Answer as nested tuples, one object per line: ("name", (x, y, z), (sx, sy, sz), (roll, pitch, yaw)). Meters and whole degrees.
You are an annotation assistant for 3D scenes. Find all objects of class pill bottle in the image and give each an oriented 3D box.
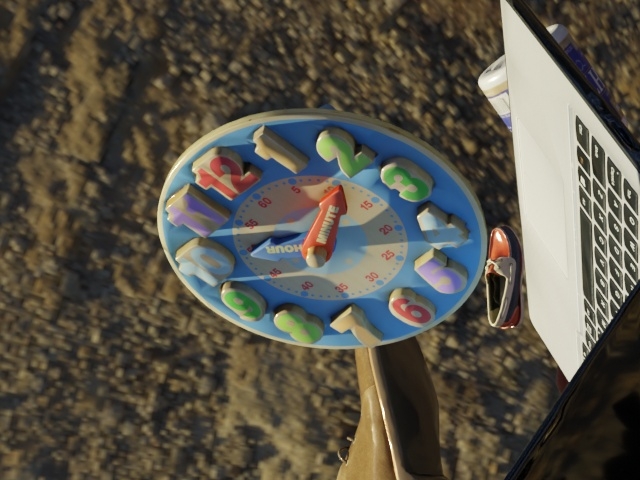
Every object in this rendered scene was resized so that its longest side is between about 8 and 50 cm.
("pill bottle", (0.265, -0.128, 1.611), (0.112, 0.112, 0.187), (-34, 99, 11))

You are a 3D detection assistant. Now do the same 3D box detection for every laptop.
("laptop", (0.134, 0.115, 1.055), (0.236, 0.382, 0.408), (-21, 48, -7))

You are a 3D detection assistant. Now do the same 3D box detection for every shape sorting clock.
("shape sorting clock", (0.000, 0.000, 0.929), (0.206, 0.206, 0.040), (-7, 40, 19))

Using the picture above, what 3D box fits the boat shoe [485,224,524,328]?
("boat shoe", (0.234, 0.047, 1.939), (0.049, 0.043, 0.137), (-15, 75, 53))

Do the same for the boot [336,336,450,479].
("boot", (0.055, 0.191, 1.453), (0.115, 0.112, 0.305), (-26, 59, 28))

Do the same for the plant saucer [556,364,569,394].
("plant saucer", (0.308, 0.033, 1.484), (0.047, 0.259, 0.258), (12, 104, 34))
